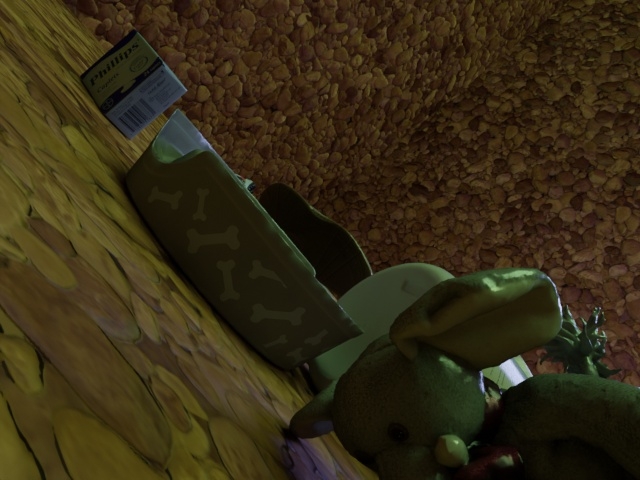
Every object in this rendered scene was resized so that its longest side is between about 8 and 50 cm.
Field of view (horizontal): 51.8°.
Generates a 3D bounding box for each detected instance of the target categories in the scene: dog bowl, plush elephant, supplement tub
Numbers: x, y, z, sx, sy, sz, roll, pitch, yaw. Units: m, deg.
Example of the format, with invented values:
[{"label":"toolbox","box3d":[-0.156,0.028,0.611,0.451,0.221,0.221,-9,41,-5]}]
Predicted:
[{"label":"dog bowl","box3d":[-0.095,0.008,0.798,0.348,0.102,0.349,50,-1,1]},{"label":"plush elephant","box3d":[0.118,0.163,0.482,0.271,0.256,0.329,114,-16,-46]},{"label":"supplement tub","box3d":[0.162,0.215,0.916,0.324,0.235,0.235,51,-2,-27]}]

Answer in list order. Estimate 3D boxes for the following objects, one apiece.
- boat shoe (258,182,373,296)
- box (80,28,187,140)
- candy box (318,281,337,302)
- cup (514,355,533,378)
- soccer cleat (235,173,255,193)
[{"label":"boat shoe","box3d":[0.000,0.000,1.264,0.285,0.105,0.089,49,5,19]},{"label":"box","box3d":[-0.308,-0.257,1.081,0.137,0.126,0.072,49,0,39]},{"label":"candy box","box3d":[-0.013,0.133,1.312,0.316,0.088,0.183,51,0,-5]},{"label":"cup","box3d":[0.290,0.320,1.275,0.331,0.237,0.330,157,-90,-89]},{"label":"soccer cleat","box3d":[-0.246,-0.124,1.641,0.117,0.108,0.318,22,7,1]}]
